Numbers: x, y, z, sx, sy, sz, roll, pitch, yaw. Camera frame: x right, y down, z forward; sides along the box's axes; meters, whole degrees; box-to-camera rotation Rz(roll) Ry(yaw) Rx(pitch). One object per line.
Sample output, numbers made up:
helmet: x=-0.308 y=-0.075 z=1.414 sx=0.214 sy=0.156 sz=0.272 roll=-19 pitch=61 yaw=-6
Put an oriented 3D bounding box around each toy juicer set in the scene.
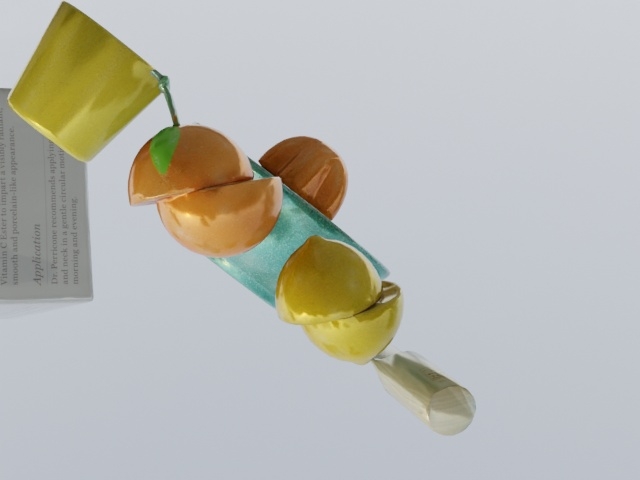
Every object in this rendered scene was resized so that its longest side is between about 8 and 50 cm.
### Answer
toy juicer set: x=0.000 y=0.000 z=0.921 sx=0.089 sy=0.329 sz=0.209 roll=-52 pitch=-137 yaw=-2

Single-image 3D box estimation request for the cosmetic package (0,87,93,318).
cosmetic package: x=-0.272 y=-0.022 z=1.216 sx=0.183 sy=0.151 sz=0.151 roll=1 pitch=173 yaw=-31
